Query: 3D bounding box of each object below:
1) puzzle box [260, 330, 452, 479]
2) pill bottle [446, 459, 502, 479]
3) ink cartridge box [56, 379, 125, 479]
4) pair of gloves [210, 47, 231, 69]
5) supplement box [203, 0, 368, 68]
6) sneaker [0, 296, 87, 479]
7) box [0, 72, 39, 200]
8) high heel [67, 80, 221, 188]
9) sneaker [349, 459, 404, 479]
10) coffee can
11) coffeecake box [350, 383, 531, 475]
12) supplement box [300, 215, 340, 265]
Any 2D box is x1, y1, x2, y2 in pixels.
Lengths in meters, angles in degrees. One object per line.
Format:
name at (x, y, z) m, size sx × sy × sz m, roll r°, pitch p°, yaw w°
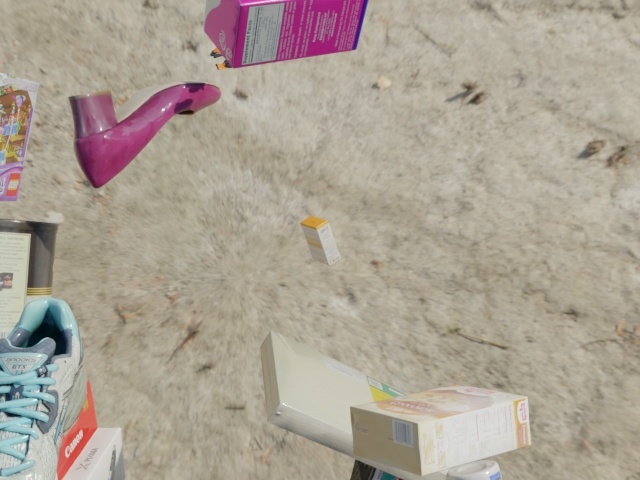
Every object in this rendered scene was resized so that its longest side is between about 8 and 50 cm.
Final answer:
puzzle box at (0.070, 0.349, 1.778) m, size 0.409 × 0.272 × 0.052 m, roll 27°, pitch 107°, yaw -17°
pill bottle at (0.231, 0.390, 1.241) m, size 0.078 × 0.078 × 0.137 m, roll -13°, pitch 87°, yaw -6°
ink cartridge box at (-0.510, 0.482, 1.905) m, size 0.066 × 0.296 × 0.261 m, roll -1°, pitch 106°, yaw 5°
pair of gloves at (-0.176, -0.363, 1.715) m, size 0.074 × 0.083 × 0.010 m, roll -16°, pitch 134°, yaw -12°
supplement box at (-0.052, -0.347, 1.311) m, size 0.220 × 0.114 × 0.111 m, roll -14°, pitch 49°, yaw -28°
sneaker at (-0.276, 0.153, 0.770) m, size 0.110 × 0.283 × 0.122 m, roll 6°, pitch 119°, yaw -8°
box at (-0.523, -0.159, 1.293) m, size 0.057 × 0.293 × 0.201 m, roll 13°, pitch 94°, yaw 6°
high heel at (-0.342, -0.224, 1.779) m, size 0.377 × 0.127 × 0.181 m, roll -18°, pitch 102°, yaw -43°
sneaker at (0.144, 0.567, 1.954) m, size 0.178 × 0.124 × 0.295 m, roll 9°, pitch 117°, yaw -25°
coffee can at (-0.573, 0.099, 1.523) m, size 0.201 × 0.201 × 0.275 m, roll 4°, pitch 89°, yaw -5°
coffeecake box at (0.156, 0.241, 1.133) m, size 0.185 × 0.142 × 0.068 m, roll -5°, pitch 91°, yaw -33°
supplement box at (0.000, 0.000, 1.899) m, size 0.036 × 0.062 × 0.098 m, roll -33°, pitch 120°, yaw -26°
